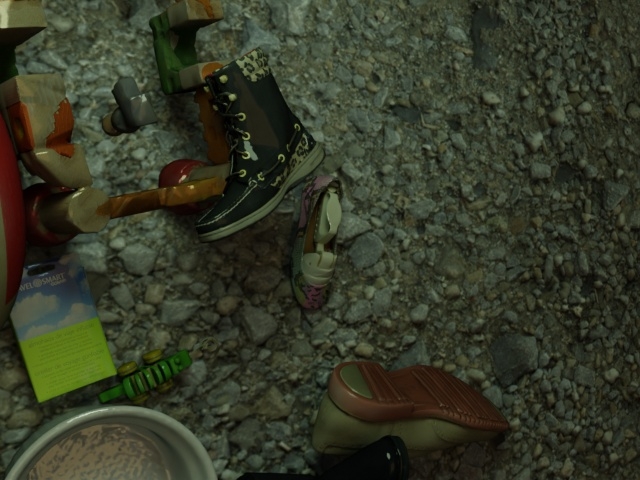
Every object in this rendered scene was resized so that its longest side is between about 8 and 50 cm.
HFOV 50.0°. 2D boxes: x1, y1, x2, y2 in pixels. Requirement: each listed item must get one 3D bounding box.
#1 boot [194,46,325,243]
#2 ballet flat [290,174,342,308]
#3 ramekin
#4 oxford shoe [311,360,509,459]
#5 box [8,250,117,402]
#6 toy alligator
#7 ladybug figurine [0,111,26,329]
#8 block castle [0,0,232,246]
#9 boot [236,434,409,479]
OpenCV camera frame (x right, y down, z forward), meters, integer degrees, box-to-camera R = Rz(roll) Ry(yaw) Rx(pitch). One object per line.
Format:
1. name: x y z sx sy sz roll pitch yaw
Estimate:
1. boot: -0.106 -0.122 0.863 0.236 0.085 0.178 -46 116 -39
2. ballet flat: 0.000 0.000 1.105 0.077 0.079 0.221 10 82 -28
3. ramekin: -0.285 0.347 0.896 0.277 0.135 0.277 2 85 -29
4. oxford shoe: 0.153 0.302 1.162 0.397 0.140 0.146 16 110 -31
5. box: -0.355 0.114 0.926 0.109 0.042 0.178 -18 95 -29
6. toy alligator: -0.223 0.185 0.987 0.190 0.051 0.056 -24 98 -27
7. ladybug figurine: -0.450 -0.064 0.754 0.162 0.305 0.449 -41 137 -57
8. block castle: -0.290 -0.232 0.899 0.303 0.213 0.453 -18 102 -40
9. boot: -0.011 0.369 1.005 0.207 0.246 0.094 13 39 -29
